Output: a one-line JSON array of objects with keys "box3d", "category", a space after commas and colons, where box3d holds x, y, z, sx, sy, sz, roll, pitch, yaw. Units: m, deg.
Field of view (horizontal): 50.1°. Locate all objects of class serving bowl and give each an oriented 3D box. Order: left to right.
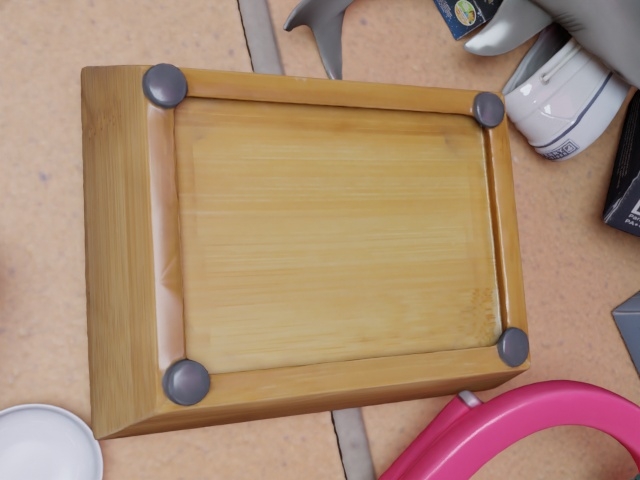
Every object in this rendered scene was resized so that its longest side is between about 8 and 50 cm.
[{"box3d": [-0.174, 0.138, 0.406, 0.083, 0.027, 0.083, 3, 82, -23], "category": "serving bowl"}]

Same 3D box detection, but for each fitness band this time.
[{"box3d": [0.124, 0.226, 0.462, 0.209, 0.054, 0.291, 41, 91, -9], "category": "fitness band"}]

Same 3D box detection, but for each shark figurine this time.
[{"box3d": [0.117, -0.198, 0.479, 0.278, 0.116, 0.166, 2, 88, -1], "category": "shark figurine"}]

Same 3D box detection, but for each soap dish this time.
[{"box3d": [0.000, 0.000, 0.448, 0.290, 0.118, 0.229, -1, 84, -23], "category": "soap dish"}]

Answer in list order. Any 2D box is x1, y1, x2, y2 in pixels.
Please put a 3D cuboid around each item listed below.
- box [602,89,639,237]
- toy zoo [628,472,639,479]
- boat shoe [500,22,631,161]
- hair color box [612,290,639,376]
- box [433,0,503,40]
[{"box3d": [0.407, -0.108, 0.465, 0.296, 0.294, 0.183, 22, 54, 10], "category": "box"}, {"box3d": [0.290, 0.259, 0.520, 0.293, 0.030, 0.192, -32, 98, 4], "category": "toy zoo"}, {"box3d": [0.235, -0.194, 0.591, 0.088, 0.096, 0.267, 38, 77, -15], "category": "boat shoe"}, {"box3d": [0.469, 0.063, 0.646, 0.374, 0.113, 0.185, -27, 95, -24], "category": "hair color box"}, {"box3d": [0.167, -0.299, 0.596, 0.233, 0.044, 0.159, -36, 98, -23], "category": "box"}]
